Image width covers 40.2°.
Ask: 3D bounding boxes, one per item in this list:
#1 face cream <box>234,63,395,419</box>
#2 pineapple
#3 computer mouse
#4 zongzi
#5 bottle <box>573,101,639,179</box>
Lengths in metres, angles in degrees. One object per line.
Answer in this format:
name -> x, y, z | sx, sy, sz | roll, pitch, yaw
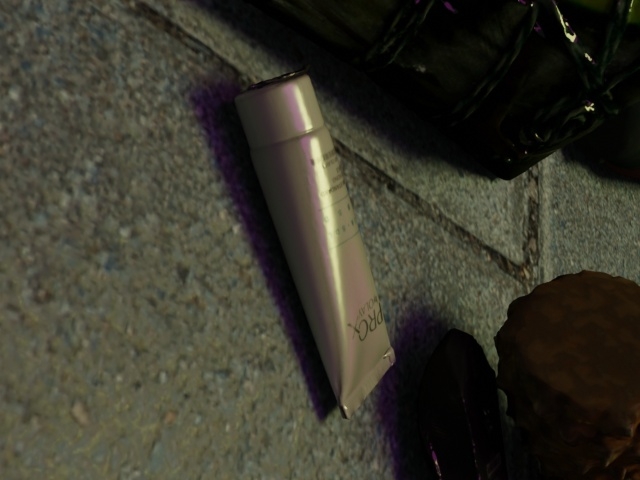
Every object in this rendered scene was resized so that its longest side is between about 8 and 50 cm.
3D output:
face cream -> 0.000, 0.000, 0.633 | 0.092, 0.058, 0.244 | -36, 111, -54
pineapple -> 0.245, 0.179, 0.770 | 0.340, 0.169, 0.169 | 69, 32, -45
computer mouse -> 0.111, 0.157, 0.701 | 0.099, 0.057, 0.172 | 0, 80, -67
zongzi -> 0.129, -0.263, 0.751 | 0.383, 0.319, 0.362 | 23, 63, -23
bottle -> 0.441, -0.139, 1.131 | 0.336, 0.144, 0.144 | -1, 78, -48
